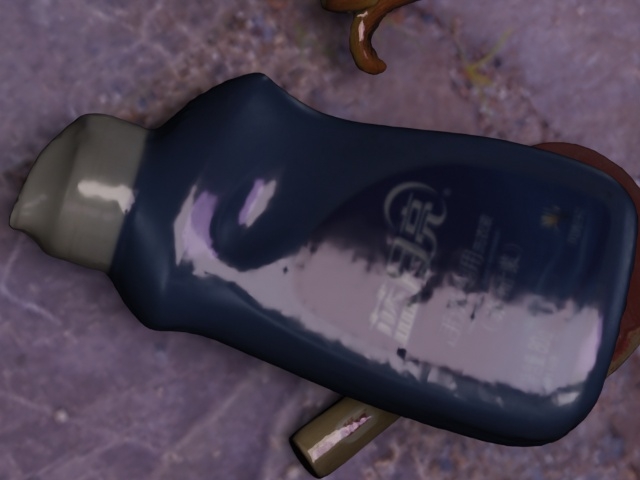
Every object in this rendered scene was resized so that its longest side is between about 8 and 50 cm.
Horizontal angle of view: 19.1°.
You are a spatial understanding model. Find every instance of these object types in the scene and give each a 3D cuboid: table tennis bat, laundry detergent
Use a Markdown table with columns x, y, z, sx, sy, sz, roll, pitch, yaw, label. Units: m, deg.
| x | y | z | sx | sy | sz | roll | pitch | yaw | label |
| --- | --- | --- | --- | --- | --- | --- | --- | --- | --- |
| 0.083 | 0.044 | 0.984 | 0.234 | 0.022 | 0.131 | -37 | 98 | -15 | table tennis bat |
| 0.000 | 0.000 | 0.912 | 0.290 | 0.094 | 0.143 | 16 | 79 | -8 | laundry detergent |

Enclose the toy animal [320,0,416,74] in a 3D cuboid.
| x | y | z | sx | sy | sz | roll | pitch | yaw | label |
| --- | --- | --- | --- | --- | --- | --- | --- | --- | --- |
| 0.046 | -0.203 | 0.960 | 0.099 | 0.057 | 0.241 | 1 | 88 | -16 | toy animal |
